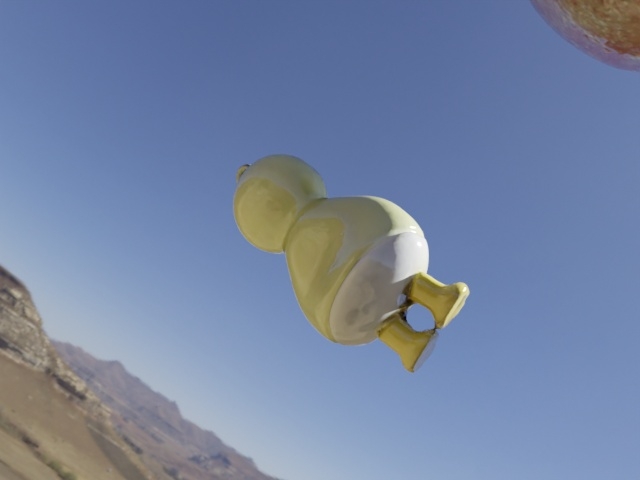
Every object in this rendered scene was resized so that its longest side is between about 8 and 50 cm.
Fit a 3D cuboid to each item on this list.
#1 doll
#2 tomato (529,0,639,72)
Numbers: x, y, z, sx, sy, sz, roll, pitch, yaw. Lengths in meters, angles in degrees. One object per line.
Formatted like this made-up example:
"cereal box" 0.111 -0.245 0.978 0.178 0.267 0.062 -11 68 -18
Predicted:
"doll" 0.008 0.001 0.579 0.117 0.141 0.296 8 27 -45
"tomato" 0.300 -0.284 0.438 0.282 0.316 0.317 44 -24 -8
